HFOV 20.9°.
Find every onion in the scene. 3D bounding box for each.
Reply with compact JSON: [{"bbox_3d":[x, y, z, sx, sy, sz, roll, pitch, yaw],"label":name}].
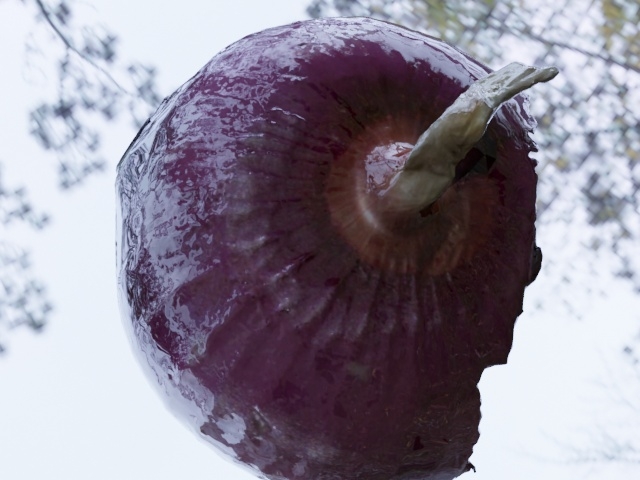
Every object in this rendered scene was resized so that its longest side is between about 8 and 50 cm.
[{"bbox_3d":[-0.002,0.003,0.763,0.200,0.200,0.207,6,-85,-25],"label":"onion"}]
